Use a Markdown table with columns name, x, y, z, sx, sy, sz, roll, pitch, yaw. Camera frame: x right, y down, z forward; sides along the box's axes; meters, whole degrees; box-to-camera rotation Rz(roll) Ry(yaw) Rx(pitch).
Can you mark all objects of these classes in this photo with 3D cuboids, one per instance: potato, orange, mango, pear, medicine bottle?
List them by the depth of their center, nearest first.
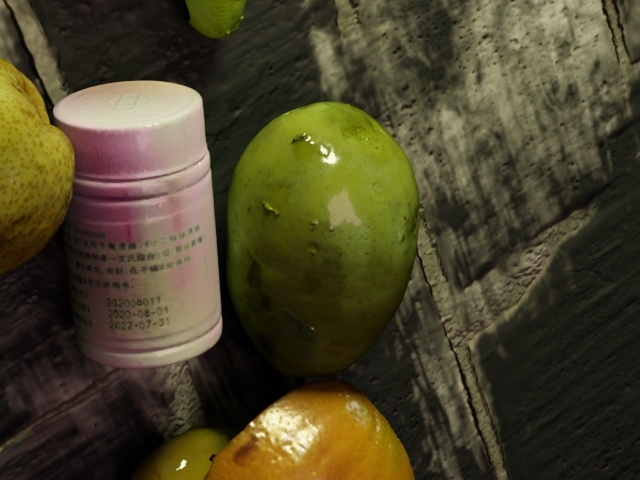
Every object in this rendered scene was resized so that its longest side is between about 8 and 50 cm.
| name | x | y | z | sx | sy | sz | roll | pitch | yaw |
| --- | --- | --- | --- | --- | --- | --- | --- | --- | --- |
| pear | -0.334 | -0.073 | 1.624 | 0.211 | 0.188 | 0.228 | -35 | 122 | -15 |
| medicine bottle | -0.180 | -0.018 | 1.776 | 0.152 | 0.152 | 0.254 | -16 | 116 | -29 |
| mango | -0.101 | -0.277 | 1.778 | 0.091 | 0.074 | 0.165 | -19 | 118 | -30 |
| potato | 0.001 | 0.001 | 1.871 | 0.216 | 0.216 | 0.304 | -17 | 120 | -29 |
| orange | -0.019 | 0.284 | 1.955 | 0.274 | 0.274 | 0.310 | -42 | 119 | -14 |
| mango | -0.125 | 0.267 | 1.962 | 0.195 | 0.092 | 0.130 | 5 | 101 | -43 |
